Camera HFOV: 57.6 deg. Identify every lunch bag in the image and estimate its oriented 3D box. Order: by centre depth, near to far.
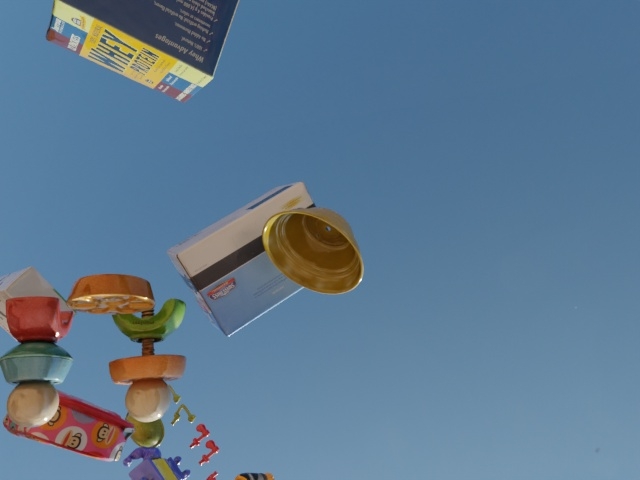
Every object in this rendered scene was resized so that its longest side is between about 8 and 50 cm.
[{"bbox_3d":[-0.574,0.435,1.360,0.293,0.258,0.120,-9,-127,48],"label":"lunch bag"}]

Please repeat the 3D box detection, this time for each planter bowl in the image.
[{"bbox_3d":[0.000,0.000,1.161,0.217,0.217,0.090,11,-135,24],"label":"planter bowl"}]

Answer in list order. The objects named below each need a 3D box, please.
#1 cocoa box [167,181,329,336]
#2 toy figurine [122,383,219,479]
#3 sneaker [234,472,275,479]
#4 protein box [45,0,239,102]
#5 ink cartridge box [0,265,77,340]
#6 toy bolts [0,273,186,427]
[{"bbox_3d":[-0.165,0.039,1.446,0.347,0.231,0.228,-32,-78,-17],"label":"cocoa box"},{"bbox_3d":[-0.395,0.556,1.467,0.191,0.217,0.362,-40,-104,5],"label":"toy figurine"},{"bbox_3d":[-0.143,0.579,1.201,0.084,0.083,0.215,-56,-156,27],"label":"sneaker"},{"bbox_3d":[-0.221,-0.327,0.765,0.136,0.200,0.201,-4,-113,61],"label":"protein box"},{"bbox_3d":[-0.736,0.163,1.447,0.219,0.092,0.160,-14,-59,41],"label":"ink cartridge box"},{"bbox_3d":[-0.296,0.149,0.735,0.228,0.218,0.158,-4,-109,-3],"label":"toy bolts"}]
